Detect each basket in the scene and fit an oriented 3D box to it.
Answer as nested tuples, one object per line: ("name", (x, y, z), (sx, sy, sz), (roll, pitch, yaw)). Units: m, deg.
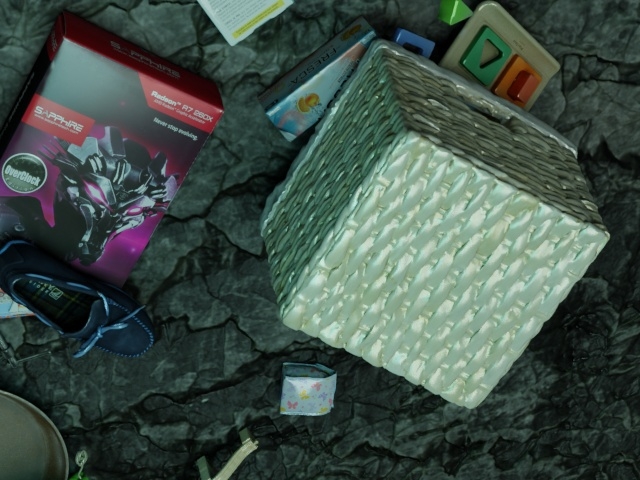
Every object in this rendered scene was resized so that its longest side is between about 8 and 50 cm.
("basket", (0.134, -0.015, 1.631), (0.328, 0.266, 0.331), (26, 117, -18))

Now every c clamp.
("c clamp", (-0.476, 0.126, 1.780), (0.137, 0.022, 0.161), (-25, 124, 5))

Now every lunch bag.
("lunch bag", (-0.019, 0.227, 1.941), (0.083, 0.053, 0.071), (4, 116, -6))

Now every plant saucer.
("plant saucer", (-0.527, 0.328, 1.861), (0.310, 0.050, 0.311), (-7, 121, -11))

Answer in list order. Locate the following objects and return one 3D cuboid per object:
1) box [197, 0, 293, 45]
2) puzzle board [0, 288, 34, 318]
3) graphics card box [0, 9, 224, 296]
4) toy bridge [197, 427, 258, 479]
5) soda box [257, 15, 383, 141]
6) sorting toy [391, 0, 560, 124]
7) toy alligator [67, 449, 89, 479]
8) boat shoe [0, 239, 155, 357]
("box", (-0.142, -0.367, 1.569), (0.100, 0.060, 0.244), (-34, 122, 5))
("puzzle board", (-0.429, 0.064, 1.657), (0.128, 0.011, 0.096), (-5, 122, -10))
("graphics card box", (-0.314, -0.083, 1.663), (0.232, 0.094, 0.371), (24, 112, -26))
("toy bridge", (-0.173, 0.361, 1.967), (0.188, 0.063, 0.026), (-35, 121, 6))
("soda box", (0.007, -0.215, 1.694), (0.183, 0.063, 0.058), (-38, 121, 7))
("sorting toy", (0.231, -0.201, 1.740), (0.347, 0.047, 0.196), (34, 94, -39))
("toy alligator", (-0.374, 0.386, 1.936), (0.051, 0.056, 0.190), (16, 123, 24))
("boat shoe", (-0.321, 0.099, 1.653), (0.258, 0.089, 0.109), (28, 106, -36))
